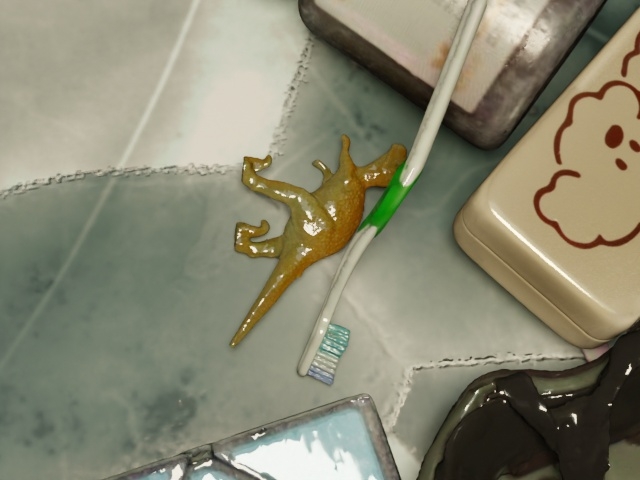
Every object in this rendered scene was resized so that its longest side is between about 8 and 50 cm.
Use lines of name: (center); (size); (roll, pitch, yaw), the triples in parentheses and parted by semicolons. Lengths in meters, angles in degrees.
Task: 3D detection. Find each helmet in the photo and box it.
helmet: (0.214, 0.178, 0.729); (0.305, 0.177, 0.225); (-15, 29, 23)

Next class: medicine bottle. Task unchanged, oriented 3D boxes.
medicine bottle: (0.060, -0.202, 0.866); (0.273, 0.165, 0.165); (37, 74, 5)

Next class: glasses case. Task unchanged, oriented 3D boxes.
glasses case: (0.249, -0.084, 0.878); (0.144, 0.076, 0.336); (41, 69, 4)

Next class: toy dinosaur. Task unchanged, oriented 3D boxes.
toy dinosaur: (0.000, 0.000, 0.869); (0.126, 0.039, 0.162); (2, 75, -6)

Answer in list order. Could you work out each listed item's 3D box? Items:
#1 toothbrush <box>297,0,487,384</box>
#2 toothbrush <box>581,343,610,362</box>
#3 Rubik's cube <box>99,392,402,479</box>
toothbrush: (0.048, -0.035, 0.806); (0.030, 0.030, 0.304); (23, 109, 2)
toothbrush: (0.192, 0.056, 0.875); (0.021, 0.027, 0.269); (-8, 74, -23)
Rubik's cube: (-0.042, 0.226, 0.712); (0.205, 0.207, 0.205); (-18, 76, -8)
